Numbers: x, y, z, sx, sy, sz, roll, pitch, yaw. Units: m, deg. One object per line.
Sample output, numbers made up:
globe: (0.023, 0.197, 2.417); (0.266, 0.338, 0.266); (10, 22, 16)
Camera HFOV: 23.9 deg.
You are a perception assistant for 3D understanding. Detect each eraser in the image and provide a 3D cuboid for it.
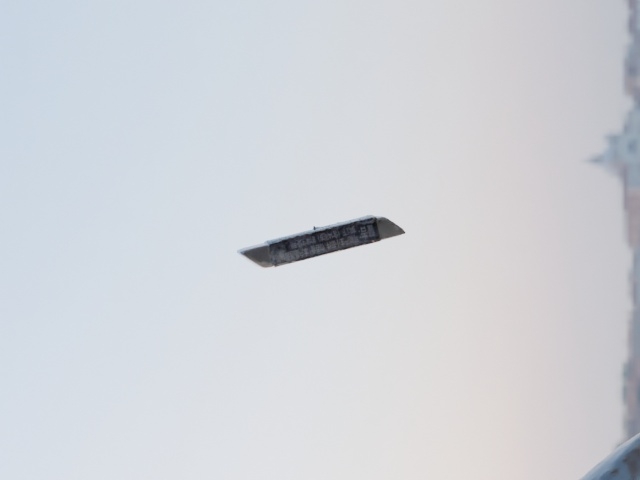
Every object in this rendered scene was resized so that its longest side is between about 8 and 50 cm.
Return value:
eraser: (0.000, 0.000, 0.903); (0.027, 0.099, 0.019); (-177, 72, -82)

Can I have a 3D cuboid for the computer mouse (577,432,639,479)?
computer mouse: (0.142, 0.189, 0.701); (0.137, 0.269, 0.086); (48, 173, -7)
